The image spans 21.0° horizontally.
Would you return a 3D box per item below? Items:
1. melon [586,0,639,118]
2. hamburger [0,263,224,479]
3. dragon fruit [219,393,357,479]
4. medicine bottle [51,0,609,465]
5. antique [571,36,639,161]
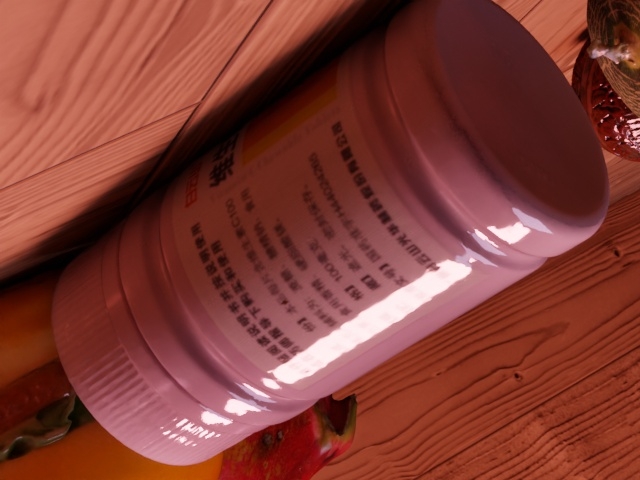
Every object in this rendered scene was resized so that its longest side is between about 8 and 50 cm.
[{"bbox_3d":[0.200,-0.113,0.800,0.192,0.139,0.139,-24,171,-25],"label":"melon"},{"bbox_3d":[-0.157,0.128,0.931,0.246,0.170,0.246,-29,171,-5],"label":"hamburger"},{"bbox_3d":[-0.099,0.137,1.158,0.269,0.198,0.200,-53,-169,31],"label":"dragon fruit"},{"bbox_3d":[0.000,0.000,0.807,0.250,0.133,0.133,-35,172,32],"label":"medicine bottle"},{"bbox_3d":[0.210,-0.100,1.112,0.104,0.104,0.104,-29,173,-4],"label":"antique"}]
